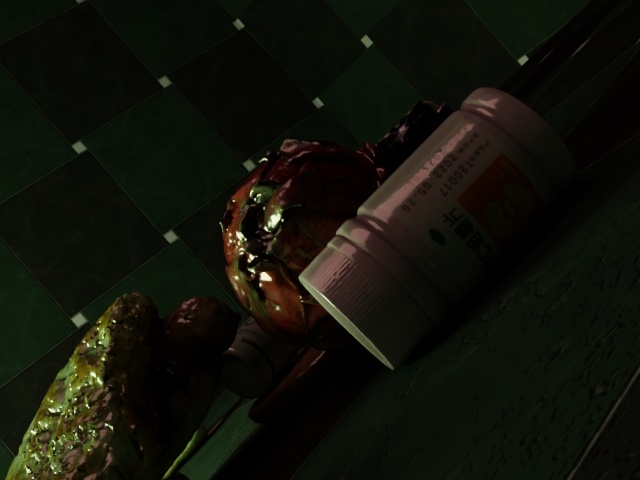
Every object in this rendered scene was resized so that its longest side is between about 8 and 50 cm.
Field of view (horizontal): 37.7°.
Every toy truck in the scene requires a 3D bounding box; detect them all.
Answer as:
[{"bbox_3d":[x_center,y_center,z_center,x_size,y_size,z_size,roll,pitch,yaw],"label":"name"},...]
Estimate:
[{"bbox_3d":[0.163,-0.142,2.139,0.405,0.180,0.254,-45,3,9],"label":"toy truck"}]

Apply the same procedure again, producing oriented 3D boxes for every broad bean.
[{"bbox_3d":[-0.285,0.412,1.837,0.153,0.072,0.207,-43,-12,-38],"label":"broad bean"}]

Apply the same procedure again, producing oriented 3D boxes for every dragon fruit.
[{"bbox_3d":[0.005,-0.002,1.036,0.244,0.244,0.299,-45,-28,0],"label":"dragon fruit"}]

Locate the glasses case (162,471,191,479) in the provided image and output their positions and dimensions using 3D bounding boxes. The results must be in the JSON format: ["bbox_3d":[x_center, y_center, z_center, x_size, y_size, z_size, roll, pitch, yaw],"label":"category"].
[{"bbox_3d":[-0.224,0.374,1.197,0.075,0.049,0.218,-46,1,15],"label":"glasses case"}]

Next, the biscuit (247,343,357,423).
[{"bbox_3d":[0.002,0.151,1.250,0.262,0.037,0.262,-46,1,1],"label":"biscuit"}]

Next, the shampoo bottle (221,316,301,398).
[{"bbox_3d":[-0.045,0.110,1.320,0.262,0.085,0.085,-46,2,-43],"label":"shampoo bottle"}]

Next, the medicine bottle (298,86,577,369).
[{"bbox_3d":[0.108,-0.012,0.866,0.249,0.133,0.133,-44,1,-6],"label":"medicine bottle"}]

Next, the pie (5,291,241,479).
[{"bbox_3d":[-0.284,0.272,1.134,0.395,0.180,0.418,-49,9,53],"label":"pie"}]
